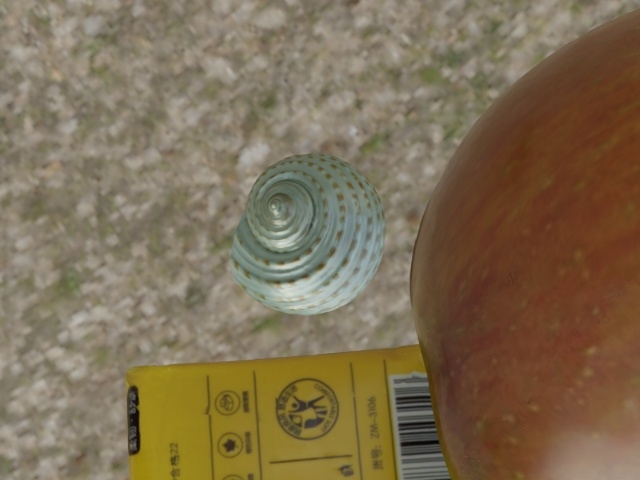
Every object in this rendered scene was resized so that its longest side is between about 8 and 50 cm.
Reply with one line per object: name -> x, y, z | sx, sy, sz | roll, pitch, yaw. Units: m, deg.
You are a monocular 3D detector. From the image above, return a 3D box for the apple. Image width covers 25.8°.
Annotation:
apple -> 0.207, 0.041, 0.769 | 0.339, 0.339, 0.339 | -27, 149, -18

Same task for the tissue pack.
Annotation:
tissue pack -> 0.005, 0.289, 1.090 | 0.293, 0.382, 0.228 | -5, 160, -1

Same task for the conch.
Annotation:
conch -> 0.005, 0.001, 1.469 | 0.200, 0.131, 0.172 | 23, 87, -40
